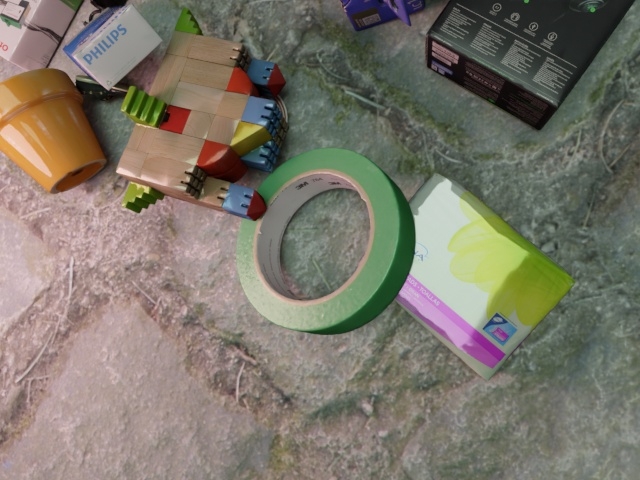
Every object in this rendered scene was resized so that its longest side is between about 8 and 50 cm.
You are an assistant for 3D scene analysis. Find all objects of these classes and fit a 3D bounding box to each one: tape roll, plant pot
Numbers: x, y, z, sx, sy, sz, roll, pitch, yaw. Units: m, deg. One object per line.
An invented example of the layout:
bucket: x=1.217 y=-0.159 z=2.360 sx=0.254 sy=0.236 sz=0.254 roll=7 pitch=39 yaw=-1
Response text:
tape roll: x=0.000 y=0.000 z=0.823 sx=0.321 sy=0.077 sz=0.321 roll=-10 pitch=70 yaw=29
plant pot: x=-0.546 y=-0.206 z=0.955 sx=0.205 sy=0.205 sz=0.188 roll=-33 pitch=98 yaw=8

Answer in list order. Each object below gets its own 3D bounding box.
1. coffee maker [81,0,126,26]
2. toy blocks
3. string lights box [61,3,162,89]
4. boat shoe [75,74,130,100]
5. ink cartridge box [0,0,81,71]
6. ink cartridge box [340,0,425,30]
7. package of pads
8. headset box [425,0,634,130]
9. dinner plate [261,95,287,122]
coffee maker: x=-0.474 y=-0.549 z=0.951 sx=0.120 sy=0.178 sz=0.171 roll=9 pitch=89 yaw=13
toy blocks: x=-0.183 y=-0.207 z=0.857 sx=0.261 sy=0.191 sz=0.381 roll=16 pitch=81 yaw=15
string lights box: x=-0.402 y=-0.370 z=0.892 sx=0.133 sy=0.077 sz=0.259 roll=-46 pitch=38 yaw=-6
boat shoe: x=-0.458 y=-0.320 z=1.008 sx=0.133 sy=0.049 sz=0.042 roll=12 pitch=114 yaw=6
ink cartridge box: x=-0.646 y=-0.498 z=1.027 sx=0.160 sy=0.092 sz=0.219 roll=31 pitch=93 yaw=12
ink cartridge box: x=0.067 y=-0.553 z=0.793 sx=0.151 sy=0.270 sz=0.395 roll=-11 pitch=85 yaw=18
package of pads: x=0.244 y=0.052 z=0.817 sx=0.296 sy=0.101 sz=0.229 roll=40 pitch=96 yaw=10
headset box: x=0.359 y=-0.381 z=0.797 sx=0.246 sy=0.131 sz=0.283 roll=34 pitch=95 yaw=12
dinner plate: x=-0.132 y=-0.239 z=0.950 sx=0.141 sy=0.017 sz=0.141 roll=-1 pitch=87 yaw=11
